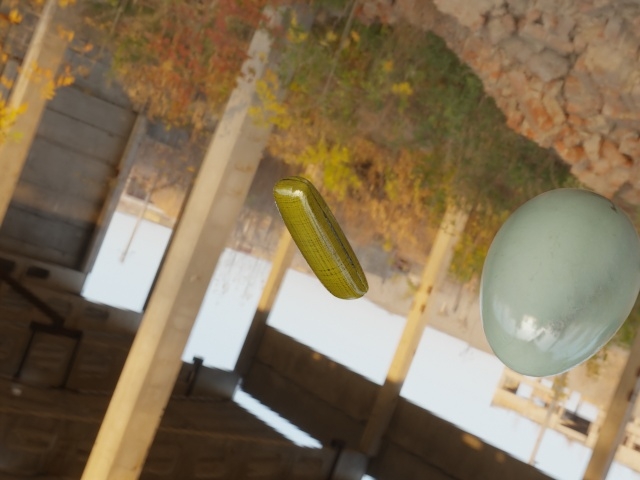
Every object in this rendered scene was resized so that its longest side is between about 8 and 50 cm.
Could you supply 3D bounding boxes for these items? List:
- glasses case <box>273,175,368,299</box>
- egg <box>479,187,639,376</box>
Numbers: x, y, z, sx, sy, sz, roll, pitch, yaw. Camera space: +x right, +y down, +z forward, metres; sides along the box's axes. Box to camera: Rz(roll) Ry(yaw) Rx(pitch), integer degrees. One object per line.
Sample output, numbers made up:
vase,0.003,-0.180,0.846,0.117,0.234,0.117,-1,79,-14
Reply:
glasses case,0.000,0.000,1.223,0.079,0.064,0.234,3,133,43
egg,0.289,0.049,0.973,0.183,0.264,0.183,24,146,17
